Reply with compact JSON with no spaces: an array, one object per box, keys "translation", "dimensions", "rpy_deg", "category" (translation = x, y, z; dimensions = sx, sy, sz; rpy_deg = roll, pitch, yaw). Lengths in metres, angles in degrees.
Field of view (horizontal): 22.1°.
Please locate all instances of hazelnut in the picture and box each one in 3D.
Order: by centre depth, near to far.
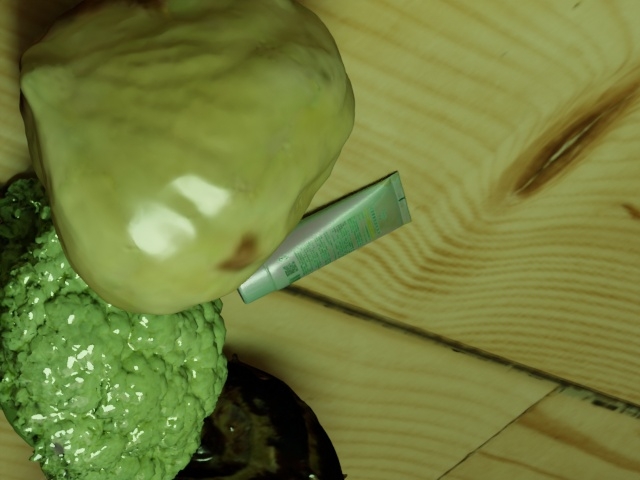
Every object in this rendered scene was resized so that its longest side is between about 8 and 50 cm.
[{"translation":[-0.114,-0.074,1.162],"dimensions":[0.261,0.261,0.241],"rpy_deg":[-32,141,16],"category":"hazelnut"}]

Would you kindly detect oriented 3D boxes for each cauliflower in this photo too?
[{"translation":[-0.215,0.084,1.355],"dimensions":[0.250,0.275,0.272],"rpy_deg":[3,165,26],"category":"cauliflower"}]

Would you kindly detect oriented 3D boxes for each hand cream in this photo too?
[{"translation":[0.000,0.000,1.479],"dimensions":[0.174,0.047,0.076],"rpy_deg":[-27,144,-5],"category":"hand cream"}]

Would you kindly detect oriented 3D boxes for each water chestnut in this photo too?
[{"translation":[-0.108,0.270,1.553],"dimensions":[0.300,0.300,0.300],"rpy_deg":[-13,143,-10],"category":"water chestnut"}]
